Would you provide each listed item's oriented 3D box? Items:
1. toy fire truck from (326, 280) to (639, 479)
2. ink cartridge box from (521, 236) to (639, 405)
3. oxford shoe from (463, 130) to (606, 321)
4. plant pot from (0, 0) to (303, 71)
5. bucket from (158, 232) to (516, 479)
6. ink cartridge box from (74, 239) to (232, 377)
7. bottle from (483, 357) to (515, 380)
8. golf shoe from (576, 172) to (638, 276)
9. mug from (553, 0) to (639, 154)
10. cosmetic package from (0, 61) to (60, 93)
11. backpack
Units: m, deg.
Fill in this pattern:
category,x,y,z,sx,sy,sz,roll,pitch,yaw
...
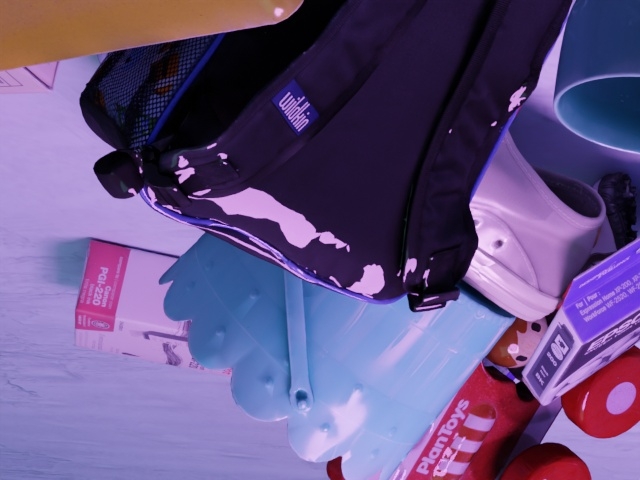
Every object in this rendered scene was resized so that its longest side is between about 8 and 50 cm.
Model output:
category,x,y,z,sx,sy,sz,roll,pitch,yaw
toy fire truck,0.169,0.145,1.443,0.254,0.302,0.169,22,-167,-38
ink cartridge box,0.281,0.041,1.252,0.206,0.045,0.208,-31,160,-18
oxford shoe,0.059,-0.091,1.121,0.449,0.169,0.130,33,105,-31
plant pot,-0.113,-0.236,0.728,0.212,0.212,0.187,-4,141,33
bucket,0.018,0.050,1.243,0.281,0.183,0.281,39,-168,-10
ink cartridge box,-0.174,0.085,1.706,0.217,0.092,0.158,11,159,-6
bottle,0.123,0.092,1.555,0.118,0.092,0.283,-41,144,6
golf shoe,0.239,-0.003,1.313,0.093,0.077,0.198,5,157,13
mug,0.239,-0.122,0.969,0.157,0.097,0.129,12,162,-4
cosmetic package,-0.352,-0.186,1.064,0.309,0.113,0.160,0,157,22
backpack,0.014,-0.123,0.867,0.276,0.263,0.213,24,-161,-44
